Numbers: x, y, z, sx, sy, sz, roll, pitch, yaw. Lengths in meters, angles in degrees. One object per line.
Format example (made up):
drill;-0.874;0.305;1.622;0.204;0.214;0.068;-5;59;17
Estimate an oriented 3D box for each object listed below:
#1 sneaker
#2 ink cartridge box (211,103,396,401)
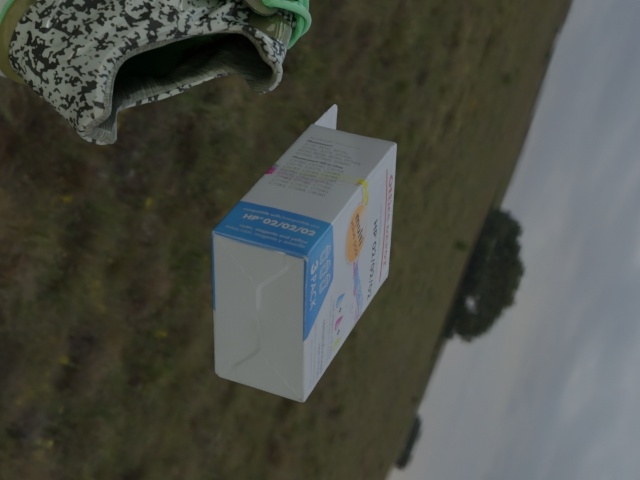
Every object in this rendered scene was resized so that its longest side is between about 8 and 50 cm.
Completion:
sneaker;-0.057;-0.185;0.901;0.410;0.182;0.158;-29;157;-19
ink cartridge box;0.000;0.000;0.725;0.181;0.062;0.104;-53;151;-51
